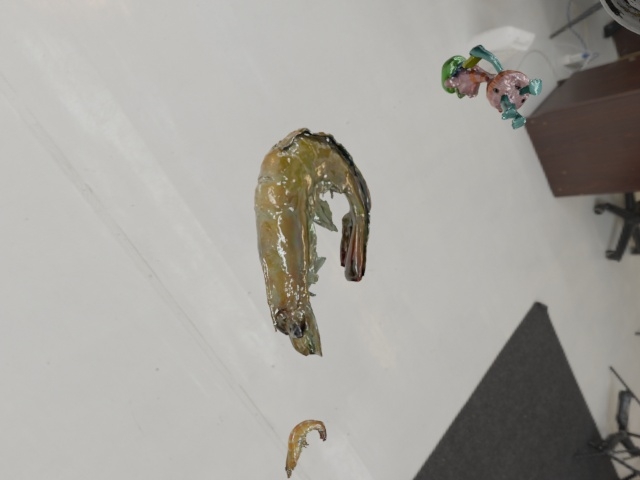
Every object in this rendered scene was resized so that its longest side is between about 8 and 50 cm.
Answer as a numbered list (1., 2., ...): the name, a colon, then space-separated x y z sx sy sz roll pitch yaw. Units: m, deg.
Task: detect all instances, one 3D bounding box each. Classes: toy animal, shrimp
1. toy animal: 0.281 -0.264 0.857 0.100 0.208 0.103 -25 130 -3
2. shrimp: -0.032 0.408 1.012 0.091 0.025 0.126 13 100 -37
3. shrimp: -0.001 0.000 0.586 0.173 0.058 0.252 -17 103 -41

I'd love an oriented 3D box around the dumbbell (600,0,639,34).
1. dumbbell: 0.400 -0.339 0.506 0.388 0.185 0.184 8 83 -75
